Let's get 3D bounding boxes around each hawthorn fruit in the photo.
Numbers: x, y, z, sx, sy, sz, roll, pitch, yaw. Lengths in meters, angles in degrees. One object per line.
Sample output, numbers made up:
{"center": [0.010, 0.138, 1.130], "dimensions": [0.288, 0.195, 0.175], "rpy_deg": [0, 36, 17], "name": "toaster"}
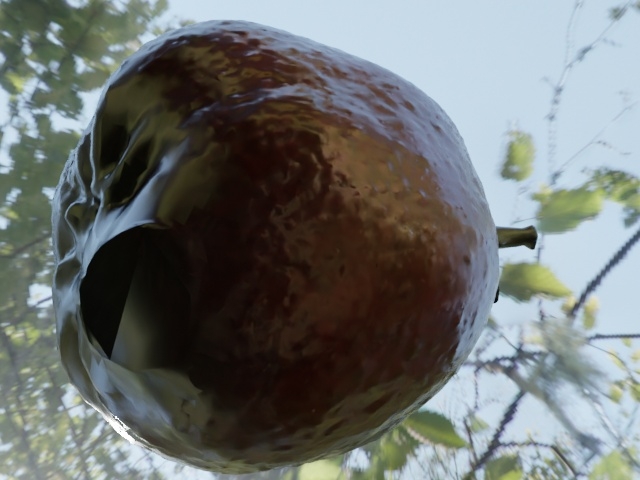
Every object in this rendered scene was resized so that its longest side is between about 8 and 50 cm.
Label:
{"center": [0.000, 0.000, 0.595], "dimensions": [0.265, 0.230, 0.210], "rpy_deg": [-6, -62, -18], "name": "hawthorn fruit"}
